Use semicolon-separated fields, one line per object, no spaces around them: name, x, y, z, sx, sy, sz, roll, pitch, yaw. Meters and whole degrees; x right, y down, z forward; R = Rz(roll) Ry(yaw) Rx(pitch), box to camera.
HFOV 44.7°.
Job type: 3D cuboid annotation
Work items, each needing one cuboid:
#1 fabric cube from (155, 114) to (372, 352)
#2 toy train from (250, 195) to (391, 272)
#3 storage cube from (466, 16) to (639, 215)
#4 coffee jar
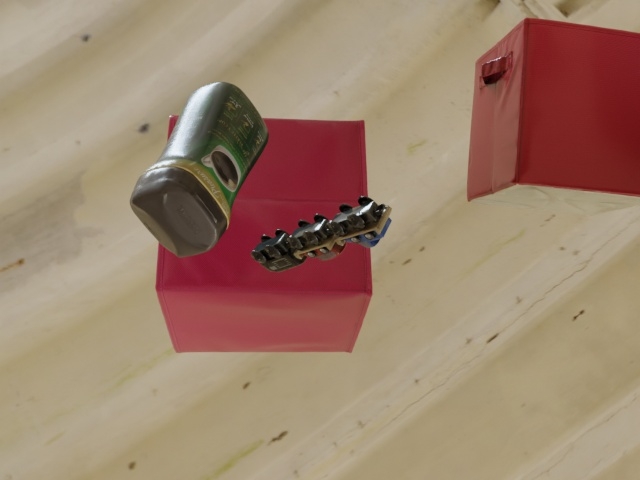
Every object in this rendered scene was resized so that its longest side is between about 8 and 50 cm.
fabric cube;-0.075;-0.001;1.065;0.258;0.254;0.259;0;-116;-3
toy train;0.000;0.000;0.601;0.036;0.027;0.158;45;-35;-20
storage cube;0.299;-0.142;0.962;0.214;0.183;0.193;5;-94;-8
coffee jar;-0.121;-0.074;0.796;0.079;0.184;0.096;-14;-52;30
